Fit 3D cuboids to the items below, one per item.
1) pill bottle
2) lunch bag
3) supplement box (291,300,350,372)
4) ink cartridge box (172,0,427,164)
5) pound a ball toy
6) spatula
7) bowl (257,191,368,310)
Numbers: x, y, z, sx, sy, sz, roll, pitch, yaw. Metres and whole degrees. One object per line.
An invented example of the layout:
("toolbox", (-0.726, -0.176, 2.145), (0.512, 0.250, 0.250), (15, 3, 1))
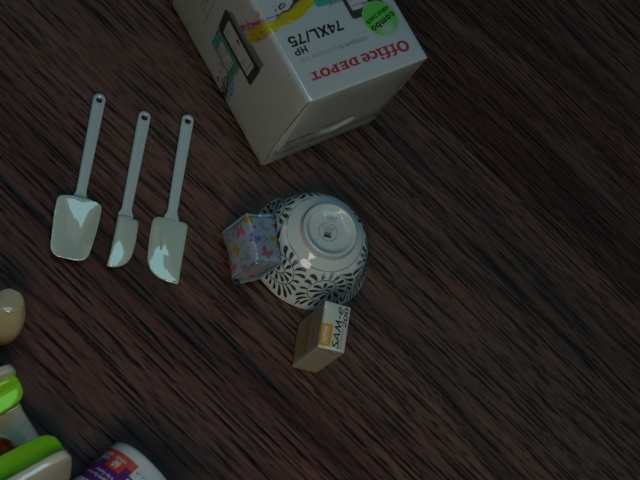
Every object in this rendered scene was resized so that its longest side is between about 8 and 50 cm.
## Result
("pill bottle", (-0.254, 0.317, 1.149), (0.108, 0.108, 0.193), (48, 60, 2))
("lunch bag", (-0.090, 0.011, 1.358), (0.053, 0.083, 0.071), (2, 67, -38))
("supplement box", (0.000, 0.122, 1.339), (0.036, 0.098, 0.062), (17, 64, -15))
("ink cartridge box", (-0.033, -0.280, 1.434), (0.198, 0.197, 0.270), (-25, 80, -28))
("pound a ball toy", (-0.411, 0.218, 1.119), (0.319, 0.136, 0.208), (-29, 71, -29))
("spatula", (-0.244, -0.074, 1.367), (0.168, 0.019, 0.242), (13, 65, -16))
("bowl", (0.000, 0.000, 1.401), (0.170, 0.080, 0.170), (8, 67, -20))
